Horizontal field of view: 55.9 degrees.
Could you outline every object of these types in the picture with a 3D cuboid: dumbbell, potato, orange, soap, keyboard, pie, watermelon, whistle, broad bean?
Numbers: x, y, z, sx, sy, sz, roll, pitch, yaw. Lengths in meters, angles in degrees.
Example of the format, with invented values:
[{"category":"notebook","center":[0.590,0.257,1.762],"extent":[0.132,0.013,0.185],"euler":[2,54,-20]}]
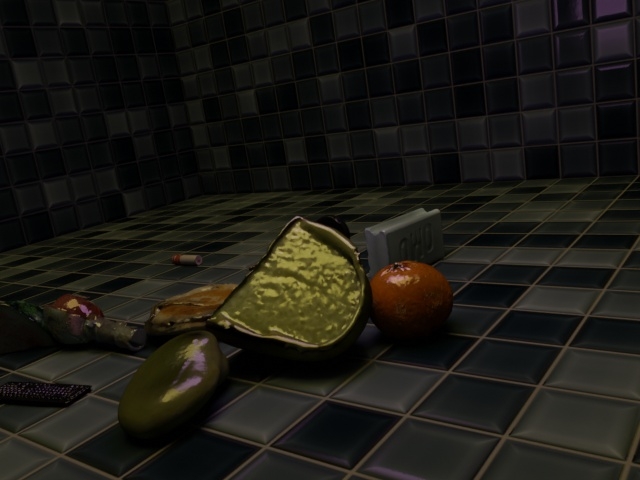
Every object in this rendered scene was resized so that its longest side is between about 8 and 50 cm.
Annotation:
[{"category":"dumbbell","center":[0.000,0.000,2.039],"extent":[0.143,0.143,0.325],"euler":[-1,15,33]},{"category":"potato","center":[-0.021,0.156,1.308],"extent":[0.279,0.213,0.330],"euler":[26,66,27]},{"category":"orange","center":[0.193,0.126,1.323],"extent":[0.193,0.161,0.193],"euler":[-5,16,1]},{"category":"soap","center":[0.253,0.010,1.783],"extent":[0.265,0.160,0.087],"euler":[-19,17,-41]},{"category":"keyboard","center":[-0.617,0.330,1.304],"extent":[0.250,0.017,0.087],"euler":[-3,13,23]},{"category":"pie","center":[-0.311,0.188,1.592],"extent":[0.338,0.077,0.339],"euler":[-9,9,1]},{"category":"watermelon","center":[-0.823,0.233,1.657],"extent":[0.202,0.136,0.207],"euler":[-7,-3,-18]},{"category":"whistle","center":[-0.590,0.216,1.559],"extent":[0.345,0.142,0.134],"euler":[8,45,30]},{"category":"broad bean","center":[-0.276,0.265,1.129],"extent":[0.188,0.121,0.263],"euler":[-9,14,17]}]

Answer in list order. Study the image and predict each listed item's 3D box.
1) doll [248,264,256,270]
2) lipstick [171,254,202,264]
[{"category":"doll","center":[-0.124,0.102,1.884],"extent":[0.165,0.057,0.139],"euler":[-6,8,-31]},{"category":"lipstick","center":[-0.511,0.074,2.302],"extent":[0.130,0.039,0.038],"euler":[1,16,34]}]
